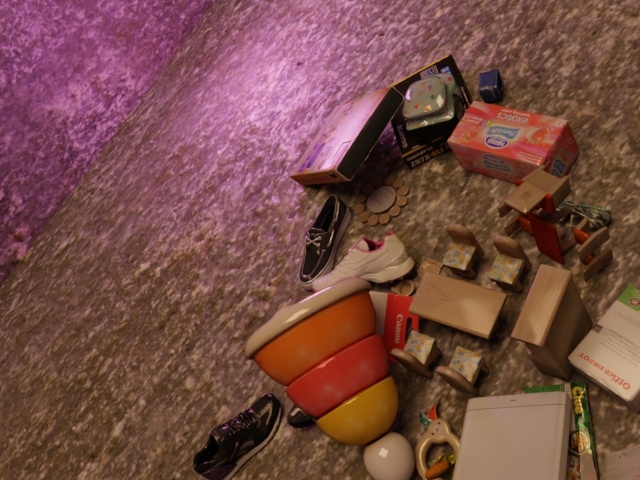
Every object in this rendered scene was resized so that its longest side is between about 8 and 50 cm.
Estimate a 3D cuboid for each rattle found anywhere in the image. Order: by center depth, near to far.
[{"bbox_3d":[0.247,0.450,1.552,0.130,0.142,0.200,-31,50,39],"label":"rattle"}]

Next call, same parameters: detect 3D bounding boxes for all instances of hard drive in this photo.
[{"bbox_3d":[0.384,0.477,1.401,0.233,0.047,0.353,-15,38,37],"label":"hard drive"}]

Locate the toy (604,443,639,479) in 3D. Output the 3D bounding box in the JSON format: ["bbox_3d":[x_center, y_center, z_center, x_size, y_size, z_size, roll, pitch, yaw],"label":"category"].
[{"bbox_3d":[0.595,0.520,1.292,0.056,0.137,0.237,16,61,-3],"label":"toy"}]

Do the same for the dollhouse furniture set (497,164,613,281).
[{"bbox_3d":[0.526,-0.039,1.614,0.135,0.259,0.262,-41,43,-10],"label":"dollhouse furniture set"}]

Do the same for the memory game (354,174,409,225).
[{"bbox_3d":[0.186,-0.124,2.083,0.186,0.012,0.186,-19,50,24],"label":"memory game"}]

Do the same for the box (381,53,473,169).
[{"bbox_3d":[0.344,-0.405,2.128,0.257,0.079,0.322,-24,49,17],"label":"box"}]

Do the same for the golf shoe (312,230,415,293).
[{"bbox_3d":[0.105,0.065,1.904,0.306,0.140,0.115,-19,17,19],"label":"golf shoe"}]

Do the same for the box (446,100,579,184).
[{"bbox_3d":[0.518,-0.255,1.852,0.300,0.142,0.154,26,77,43],"label":"box"}]

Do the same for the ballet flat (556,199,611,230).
[{"bbox_3d":[0.625,-0.068,1.705,0.188,0.070,0.070,23,74,46],"label":"ballet flat"}]

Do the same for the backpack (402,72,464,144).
[{"bbox_3d":[0.328,-0.396,1.983,0.165,0.144,0.188,-13,50,34],"label":"backpack"}]

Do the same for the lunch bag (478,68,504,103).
[{"bbox_3d":[0.517,-0.463,2.053,0.065,0.067,0.099,-11,55,30],"label":"lunch bag"}]

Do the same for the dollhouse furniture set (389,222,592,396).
[{"bbox_3d":[0.379,0.153,1.567,0.394,0.256,0.362,16,71,38],"label":"dollhouse furniture set"}]

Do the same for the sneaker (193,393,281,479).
[{"bbox_3d":[-0.223,0.524,1.831,0.283,0.124,0.107,-51,46,-6],"label":"sneaker"}]

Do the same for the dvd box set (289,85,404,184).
[{"bbox_3d":[0.070,-0.315,2.131,0.308,0.062,0.420,-57,19,-10],"label":"dvd box set"}]

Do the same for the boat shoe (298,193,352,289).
[{"bbox_3d":[0.000,0.000,2.061,0.108,0.102,0.301,12,67,39],"label":"boat shoe"}]

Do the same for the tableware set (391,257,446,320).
[{"bbox_3d":[0.279,0.128,1.834,0.168,0.020,0.141,-44,45,1],"label":"tableware set"}]

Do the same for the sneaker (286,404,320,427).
[{"bbox_3d":[-0.008,0.390,1.816,0.228,0.086,0.132,-35,40,-5],"label":"sneaker"}]

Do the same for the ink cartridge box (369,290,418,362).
[{"bbox_3d":[0.144,0.224,1.792,0.224,0.056,0.181,5,88,38],"label":"ink cartridge box"}]

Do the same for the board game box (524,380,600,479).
[{"bbox_3d":[0.513,0.433,1.451,0.136,0.030,0.260,-14,52,29],"label":"board game box"}]

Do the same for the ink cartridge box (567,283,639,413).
[{"bbox_3d":[0.662,0.228,1.445,0.219,0.092,0.160,-48,45,-3],"label":"ink cartridge box"}]

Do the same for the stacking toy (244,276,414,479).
[{"bbox_3d":[0.068,0.361,1.622,0.350,0.350,0.480,-33,78,12],"label":"stacking toy"}]
